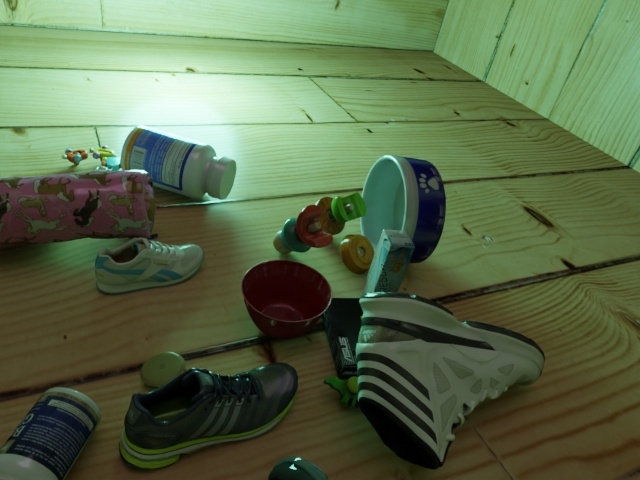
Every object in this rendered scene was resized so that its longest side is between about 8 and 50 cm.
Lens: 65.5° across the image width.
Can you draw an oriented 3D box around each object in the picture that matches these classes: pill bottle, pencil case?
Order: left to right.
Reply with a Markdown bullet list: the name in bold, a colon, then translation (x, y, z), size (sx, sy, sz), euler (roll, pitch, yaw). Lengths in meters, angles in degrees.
- **pill bottle**: translation (-0.389, 0.297, 0.687), size (0.094, 0.094, 0.169), euler (14, 35, 1)
- **pencil case**: translation (-0.545, -0.060, 1.039), size (0.386, 0.167, 0.160), euler (-5, 28, -15)
- **pill bottle**: translation (-0.370, -0.199, 1.324), size (0.272, 0.152, 0.152), euler (17, 36, 5)

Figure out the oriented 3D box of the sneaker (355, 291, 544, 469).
- **sneaker**: translation (0.228, 0.269, 0.889), size (0.448, 0.169, 0.257), euler (22, 70, -30)

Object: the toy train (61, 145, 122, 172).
- **toy train**: translation (-0.611, -0.210, 1.358), size (0.166, 0.046, 0.125), euler (28, 39, 25)

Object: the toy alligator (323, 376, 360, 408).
- **toy alligator**: translation (0.097, 0.279, 0.903), size (0.190, 0.056, 0.051), euler (9, 65, -16)

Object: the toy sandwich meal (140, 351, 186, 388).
- **toy sandwich meal**: translation (-0.273, 0.232, 0.873), size (0.086, 0.029, 0.085), euler (-1, 34, 0)

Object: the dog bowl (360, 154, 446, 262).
- **dog bowl**: translation (0.196, -0.074, 1.235), size (0.104, 0.265, 0.265), euler (3, 37, -18)

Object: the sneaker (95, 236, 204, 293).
- **sneaker**: translation (-0.353, 0.042, 1.052), size (0.229, 0.092, 0.087), euler (-15, 42, -35)

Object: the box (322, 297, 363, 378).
- **box**: translation (0.107, 0.196, 1.027), size (0.184, 0.045, 0.190), euler (4, 36, -16)

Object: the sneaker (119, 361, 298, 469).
- **sneaker**: translation (-0.163, 0.256, 0.791), size (0.300, 0.121, 0.111), euler (-14, 44, -33)

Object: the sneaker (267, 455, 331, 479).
- **sneaker**: translation (-0.009, 0.427, 0.603), size (0.140, 0.125, 0.341), euler (-6, 40, -26)

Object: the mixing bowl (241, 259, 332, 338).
- **mixing bowl**: translation (-0.074, 0.133, 1.009), size (0.181, 0.098, 0.181), euler (9, 35, -6)

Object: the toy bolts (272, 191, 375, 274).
- **toy bolts**: translation (0.000, 0.000, 1.230), size (0.228, 0.158, 0.218), euler (-12, 82, -45)

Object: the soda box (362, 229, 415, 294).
- **soda box**: translation (0.147, 0.065, 1.098), size (0.058, 0.183, 0.063), euler (2, 38, -15)
